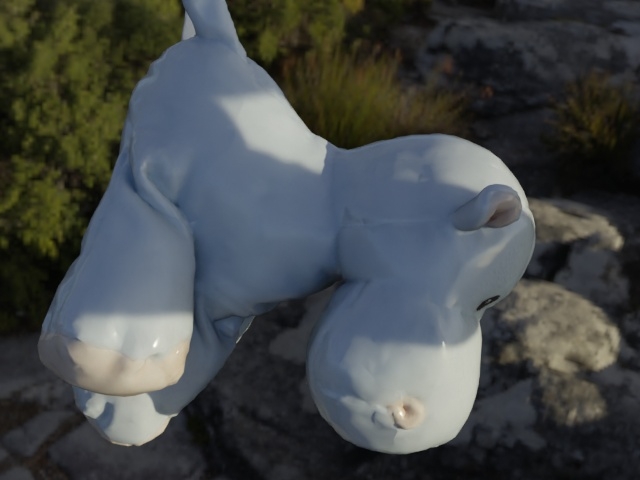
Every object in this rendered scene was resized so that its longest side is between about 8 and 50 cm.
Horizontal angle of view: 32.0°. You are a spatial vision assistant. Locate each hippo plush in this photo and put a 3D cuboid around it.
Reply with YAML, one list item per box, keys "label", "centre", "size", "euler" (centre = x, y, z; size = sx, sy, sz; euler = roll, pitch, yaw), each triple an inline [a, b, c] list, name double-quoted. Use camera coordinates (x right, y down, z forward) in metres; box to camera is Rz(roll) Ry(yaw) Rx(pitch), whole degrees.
- label: "hippo plush"
  centre: [0.000, 0.000, 0.659]
  size: [0.237, 0.294, 0.234]
  euler: [15, -5, 6]
